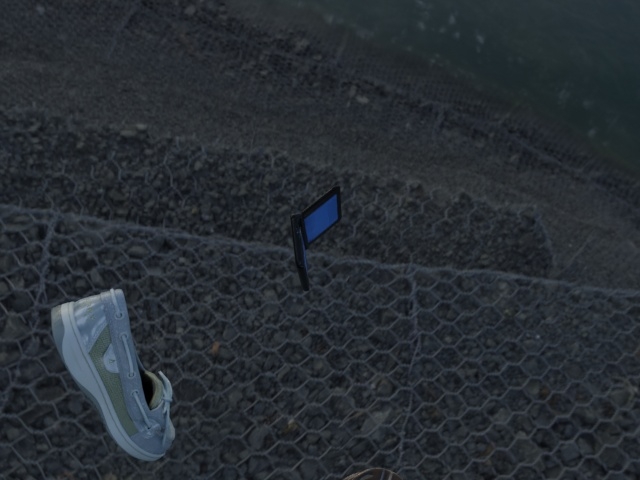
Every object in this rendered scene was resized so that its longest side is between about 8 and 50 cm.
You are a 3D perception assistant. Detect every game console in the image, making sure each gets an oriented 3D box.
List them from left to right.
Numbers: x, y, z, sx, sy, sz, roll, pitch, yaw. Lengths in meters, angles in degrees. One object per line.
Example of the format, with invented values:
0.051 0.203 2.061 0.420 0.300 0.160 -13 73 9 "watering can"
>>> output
0.000 0.000 0.934 0.071 0.122 0.107 -8 69 1 "game console"

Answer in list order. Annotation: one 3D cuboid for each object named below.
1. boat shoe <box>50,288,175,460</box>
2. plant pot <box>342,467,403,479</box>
-0.266 0.198 0.977 0.103 0.320 0.118 -23 38 -7 "boat shoe"
0.098 0.501 1.284 0.167 0.165 0.167 2 62 -3 "plant pot"
